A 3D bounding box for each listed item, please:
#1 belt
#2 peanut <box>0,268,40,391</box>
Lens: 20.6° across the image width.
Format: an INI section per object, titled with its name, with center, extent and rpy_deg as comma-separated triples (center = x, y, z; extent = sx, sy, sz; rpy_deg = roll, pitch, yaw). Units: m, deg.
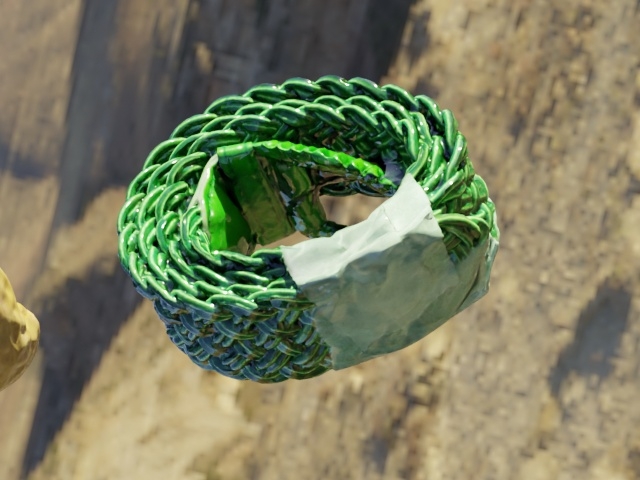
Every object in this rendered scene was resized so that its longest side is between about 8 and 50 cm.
[belt]
center = 0.000, 0.000, 0.702
extent = 0.079, 0.151, 0.121
rpy_deg = 60, -150, -44
[peanut]
center = -0.221, 0.021, 0.908
extent = 0.083, 0.194, 0.093
rpy_deg = -15, 43, 37
